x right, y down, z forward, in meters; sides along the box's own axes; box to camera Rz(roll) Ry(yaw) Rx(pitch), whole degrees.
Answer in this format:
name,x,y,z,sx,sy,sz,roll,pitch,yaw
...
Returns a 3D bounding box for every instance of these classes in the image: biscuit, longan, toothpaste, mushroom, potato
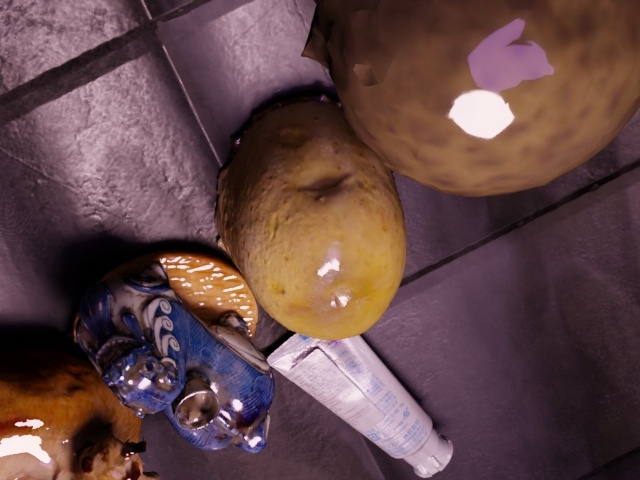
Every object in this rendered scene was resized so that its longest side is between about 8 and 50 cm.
name,x,y,z,sx,sy,sz,roll,pitch,yaw
biscuit,-0.180,0.068,2.140,0.224,0.033,0.144,-2,126,-19
longan,0.164,-0.237,1.844,0.391,0.391,0.391,-11,128,-15
toothpaste,0.060,0.199,2.322,0.114,0.073,0.299,-39,122,9
mushroom,-0.363,0.268,2.060,0.345,0.259,0.345,-22,142,-19
potato,0.000,0.000,2.052,0.242,0.242,0.285,-5,129,-19

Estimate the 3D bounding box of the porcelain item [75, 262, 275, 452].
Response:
name,x,y,z,sx,sy,sz,roll,pitch,yaw
porcelain item,-0.157,0.150,2.070,0.138,0.186,0.288,-39,129,10
